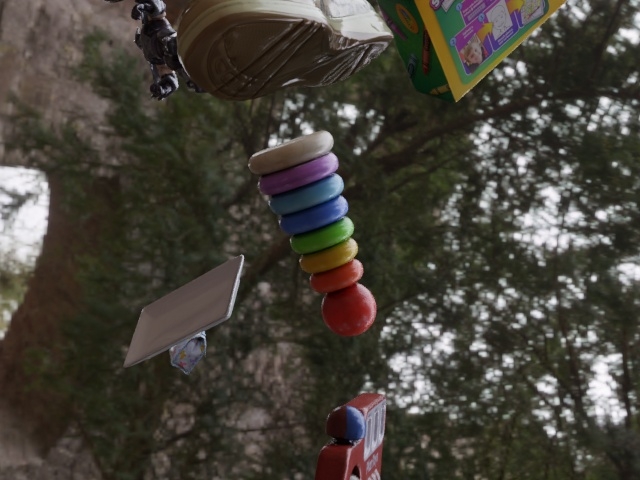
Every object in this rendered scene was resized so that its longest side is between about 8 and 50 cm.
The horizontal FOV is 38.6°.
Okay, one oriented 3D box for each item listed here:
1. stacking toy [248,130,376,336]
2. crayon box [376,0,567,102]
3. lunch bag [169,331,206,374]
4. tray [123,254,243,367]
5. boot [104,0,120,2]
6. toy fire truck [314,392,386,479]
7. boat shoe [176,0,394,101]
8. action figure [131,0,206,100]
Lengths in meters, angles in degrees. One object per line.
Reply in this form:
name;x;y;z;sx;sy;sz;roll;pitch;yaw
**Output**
stacking toy;0.000;0.000;1.464;0.141;0.141;0.330;-9;-77;48
crayon box;0.212;-0.328;1.158;0.278;0.165;0.081;-42;-141;-14
lunch bag;-0.249;0.206;1.765;0.083;0.053;0.071;-54;-160;4
tray;-0.236;0.133;1.621;0.270;0.030;0.145;-28;-147;32
boot;-0.435;-0.510;1.451;0.096;0.280;0.264;-47;-121;8
toy fire truck;0.031;0.328;1.154;0.169;0.302;0.254;2;-93;15
boat shoe;-0.035;-0.180;0.752;0.104;0.285;0.089;-34;-96;25
action figure;-0.254;-0.321;1.519;0.285;0.099;0.185;30;-37;53
